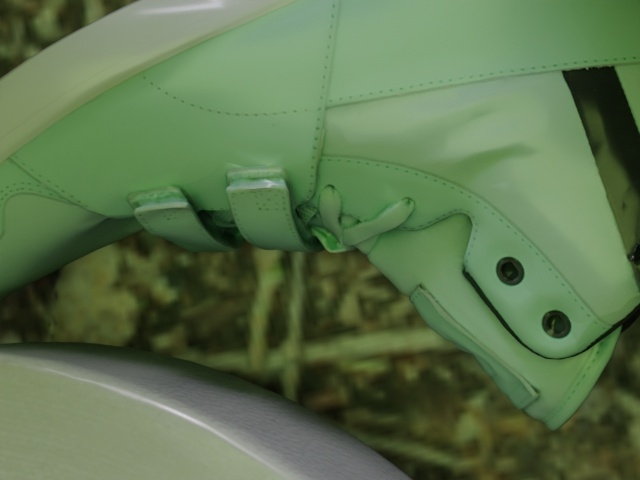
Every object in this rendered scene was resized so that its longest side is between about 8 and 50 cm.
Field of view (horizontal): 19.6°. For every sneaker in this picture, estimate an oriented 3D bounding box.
[{"bbox_3d":[0.000,0.000,0.521,0.256,0.094,0.151,-26,84,13],"label":"sneaker"}]

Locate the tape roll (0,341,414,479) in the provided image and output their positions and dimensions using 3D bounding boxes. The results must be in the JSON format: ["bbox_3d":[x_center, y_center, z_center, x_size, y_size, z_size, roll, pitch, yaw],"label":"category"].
[{"bbox_3d":[-0.093,0.222,0.540,0.392,0.072,0.392,0,90,20],"label":"tape roll"}]
